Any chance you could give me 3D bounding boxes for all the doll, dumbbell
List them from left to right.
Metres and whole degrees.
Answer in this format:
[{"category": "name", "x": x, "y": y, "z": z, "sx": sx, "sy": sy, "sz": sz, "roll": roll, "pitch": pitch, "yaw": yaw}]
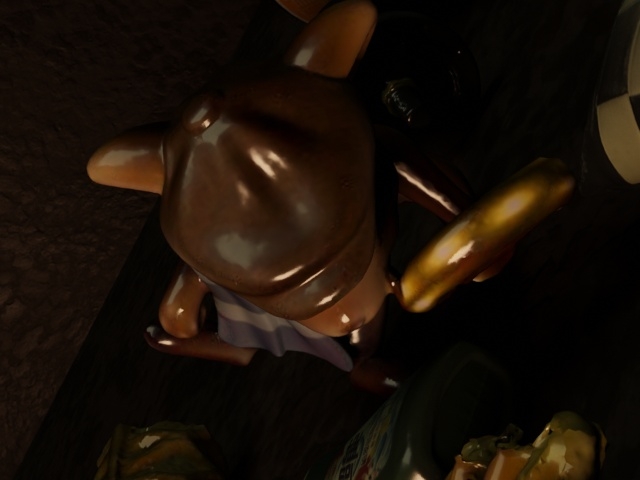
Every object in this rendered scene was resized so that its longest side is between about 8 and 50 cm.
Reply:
[{"category": "doll", "x": 0.001, "y": 0.004, "z": 0.813, "sx": 0.340, "sy": 0.318, "sz": 0.209, "roll": 67, "pitch": -176, "yaw": -69}, {"category": "dumbbell", "x": 0.061, "y": -0.155, "z": 1.102, "sx": 0.143, "sy": 0.143, "sz": 0.325, "roll": -58, "pitch": 16, "yaw": 14}]

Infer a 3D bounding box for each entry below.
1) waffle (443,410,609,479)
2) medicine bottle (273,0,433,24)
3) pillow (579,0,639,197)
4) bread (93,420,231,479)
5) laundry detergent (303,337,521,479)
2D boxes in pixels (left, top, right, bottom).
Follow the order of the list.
[{"category": "waffle", "x": 0.069, "y": 0.190, "z": 0.538, "sx": 0.291, "sy": 0.051, "sz": 0.291, "roll": -166, "pitch": 90, "yaw": -89}, {"category": "medicine bottle", "x": 0.082, "y": -0.357, "z": 1.214, "sx": 0.395, "sy": 0.242, "sz": 0.242, "roll": 2, "pitch": 65, "yaw": 65}, {"category": "pillow", "x": 0.220, "y": -0.108, "z": 0.601, "sx": 0.186, "sy": 0.106, "sz": 0.250, "roll": -67, "pitch": 12, "yaw": -4}, {"category": "bread", "x": -0.148, "y": 0.276, "z": 1.068, "sx": 0.152, "sy": 0.130, "sz": 0.267, "roll": -53, "pitch": 19, "yaw": 13}, {"category": "laundry detergent", "x": 0.040, "y": 0.159, "z": 0.779, "sx": 0.221, "sy": 0.078, "sz": 0.144, "roll": -49, "pitch": 10, "yaw": 48}]
